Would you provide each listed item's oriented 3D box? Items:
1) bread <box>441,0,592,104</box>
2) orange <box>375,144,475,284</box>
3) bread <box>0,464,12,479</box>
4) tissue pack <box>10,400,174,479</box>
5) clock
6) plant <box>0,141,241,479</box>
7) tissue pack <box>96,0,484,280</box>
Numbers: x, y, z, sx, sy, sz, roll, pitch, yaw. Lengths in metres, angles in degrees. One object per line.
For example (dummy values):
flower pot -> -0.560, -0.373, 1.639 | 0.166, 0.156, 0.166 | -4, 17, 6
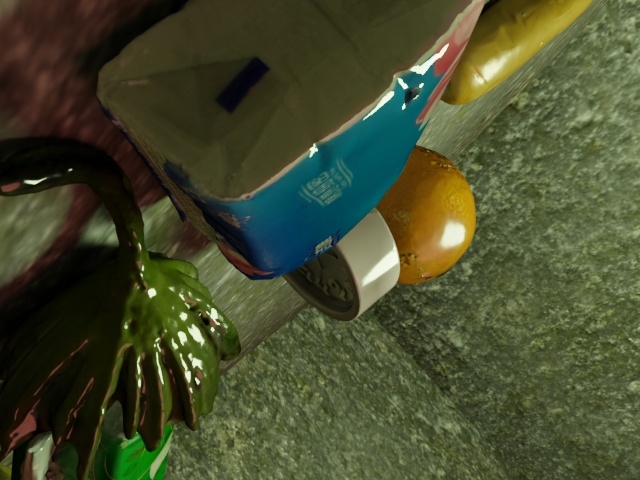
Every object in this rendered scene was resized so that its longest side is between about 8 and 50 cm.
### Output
bread -> 0.292, -0.314, 0.931 | 0.305, 0.091, 0.142 | -40, 178, -10
orange -> 0.144, -0.042, 1.098 | 0.246, 0.246, 0.246 | -42, 173, -6
bread -> -0.468, 0.397, 0.781 | 0.270, 0.148, 0.270 | -42, 173, -6
tissue pack -> -0.271, 0.249, 0.701 | 0.156, 0.148, 0.209 | -33, 146, -56
clock -> 0.000, 0.000, 0.755 | 0.068, 0.197, 0.197 | -38, 172, -24
plant -> -0.135, 0.052, 0.511 | 0.333, 0.180, 0.251 | -53, 178, 42
tissue pack -> -0.015, -0.077, 0.457 | 0.209, 0.137, 0.269 | -40, 173, -10
